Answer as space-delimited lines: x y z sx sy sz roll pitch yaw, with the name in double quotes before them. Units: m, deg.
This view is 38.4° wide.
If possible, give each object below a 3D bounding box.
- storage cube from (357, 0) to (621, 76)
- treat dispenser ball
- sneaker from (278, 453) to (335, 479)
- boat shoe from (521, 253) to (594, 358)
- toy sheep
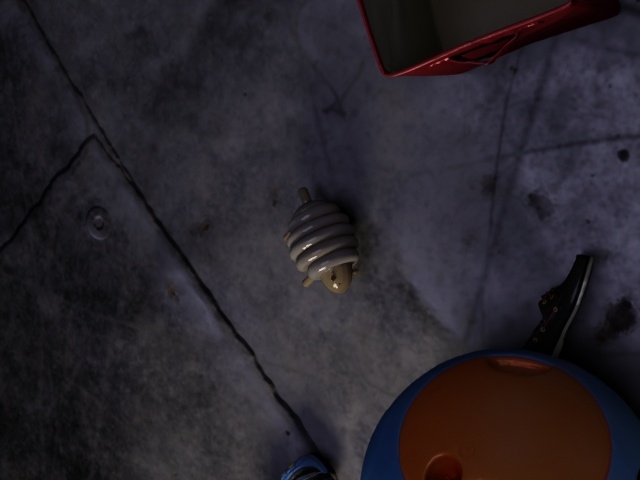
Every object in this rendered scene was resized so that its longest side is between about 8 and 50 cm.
"storage cube" 0.148 -0.268 0.857 0.183 0.193 0.215 -17 91 32
"treat dispenser ball" 0.180 0.248 0.879 0.288 0.288 0.288 6 102 29
"sneaker" -0.034 0.359 1.155 0.078 0.067 0.188 35 112 27
"boat shoe" 0.244 0.071 0.948 0.042 0.049 0.133 25 115 16
"toy sheep" 0.000 0.000 1.059 0.091 0.091 0.132 -33 77 31
